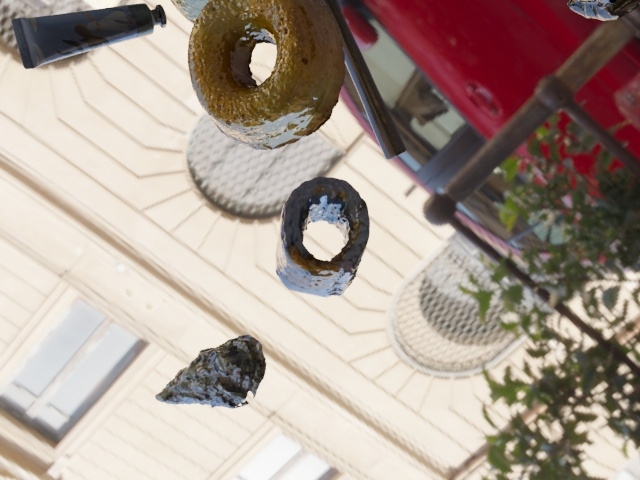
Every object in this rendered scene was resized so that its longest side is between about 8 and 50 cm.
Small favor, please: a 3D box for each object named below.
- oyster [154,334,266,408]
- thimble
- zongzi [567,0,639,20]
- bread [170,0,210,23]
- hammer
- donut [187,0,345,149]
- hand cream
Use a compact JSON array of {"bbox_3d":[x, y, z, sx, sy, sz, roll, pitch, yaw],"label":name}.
[{"bbox_3d":[-0.224,0.281,1.741,0.252,0.199,0.087,14,-170,29],"label":"oyster"},{"bbox_3d":[0.002,-0.002,1.172,0.127,0.118,0.151,13,-116,0],"label":"thimble"},{"bbox_3d":[0.431,-0.495,1.104,0.154,0.289,0.317,32,159,50],"label":"zongzi"},{"bbox_3d":[-0.220,-0.561,1.542,0.320,0.237,0.320,56,-173,-10],"label":"bread"},{"bbox_3d":[0.069,-0.374,1.686,0.044,0.168,0.439,-29,-82,-41],"label":"hammer"},{"bbox_3d":[-0.100,-0.290,1.312,0.277,0.277,0.108,50,-165,19],"label":"donut"},{"bbox_3d":[-0.417,-0.384,1.499,0.272,0.091,0.058,-18,-152,-21],"label":"hand cream"}]
